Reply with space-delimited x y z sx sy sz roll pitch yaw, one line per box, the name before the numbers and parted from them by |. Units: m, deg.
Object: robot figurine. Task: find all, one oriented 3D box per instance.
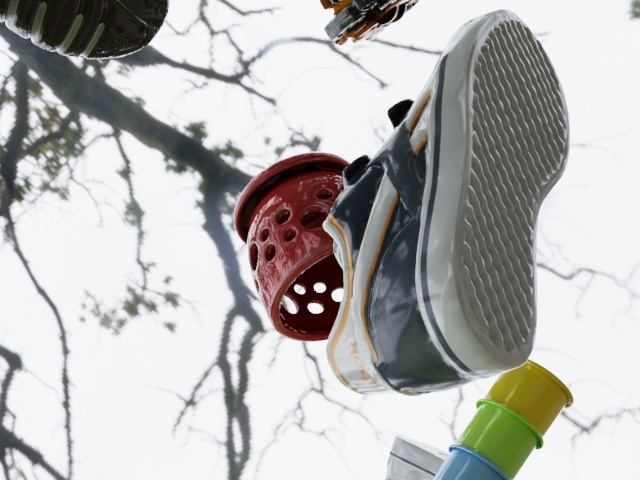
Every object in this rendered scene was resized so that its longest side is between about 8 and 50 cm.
robot figurine | 0.119 -0.333 1.287 0.291 0.211 0.085 -34 -90 22

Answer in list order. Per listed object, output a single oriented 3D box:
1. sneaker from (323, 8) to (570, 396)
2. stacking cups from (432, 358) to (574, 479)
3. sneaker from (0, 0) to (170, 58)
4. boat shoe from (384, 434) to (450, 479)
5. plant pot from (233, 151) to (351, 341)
sneaker | 0.079 -0.034 0.737 0.126 0.127 0.321 47 -140 -23
stacking cups | 0.159 0.277 1.234 0.316 0.096 0.096 -51 -53 -17
sneaker | -0.257 -0.240 0.852 0.281 0.162 0.106 10 -56 -43
boat shoe | 0.164 0.324 1.381 0.096 0.267 0.088 20 -91 -36
plant pot | 0.000 0.000 1.334 0.191 0.174 0.191 -16 -37 -12
